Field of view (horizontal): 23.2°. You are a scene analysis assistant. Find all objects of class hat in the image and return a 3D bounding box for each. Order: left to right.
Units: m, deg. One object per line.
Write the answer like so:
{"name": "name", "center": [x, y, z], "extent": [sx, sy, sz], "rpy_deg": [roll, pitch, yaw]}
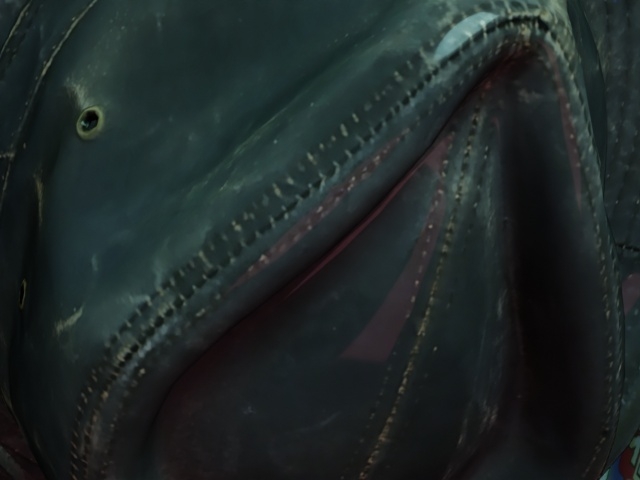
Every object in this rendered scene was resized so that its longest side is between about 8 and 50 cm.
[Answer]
{"name": "hat", "center": [0.000, 0.000, 0.392], "extent": [0.331, 0.134, 0.331], "rpy_deg": [-5, 113, -13]}

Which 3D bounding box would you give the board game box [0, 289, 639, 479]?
{"name": "board game box", "center": [-0.064, 0.093, 0.511], "extent": [0.317, 0.046, 0.213], "rpy_deg": [7, 107, -16]}

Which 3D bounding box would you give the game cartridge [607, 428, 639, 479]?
{"name": "game cartridge", "center": [0.150, 0.062, 0.470], "extent": [0.062, 0.198, 0.297], "rpy_deg": [9, 106, -18]}
